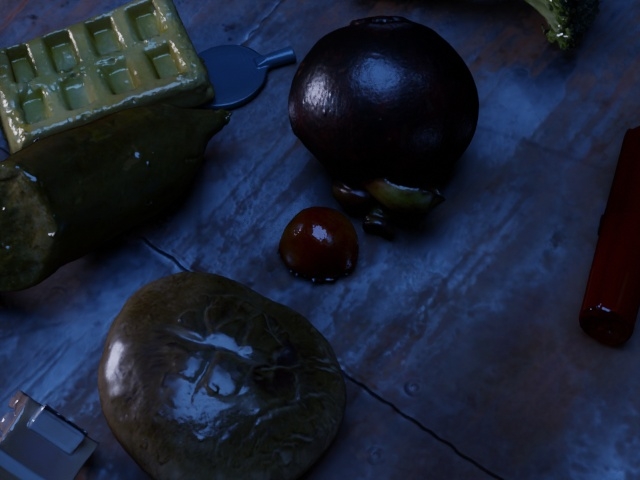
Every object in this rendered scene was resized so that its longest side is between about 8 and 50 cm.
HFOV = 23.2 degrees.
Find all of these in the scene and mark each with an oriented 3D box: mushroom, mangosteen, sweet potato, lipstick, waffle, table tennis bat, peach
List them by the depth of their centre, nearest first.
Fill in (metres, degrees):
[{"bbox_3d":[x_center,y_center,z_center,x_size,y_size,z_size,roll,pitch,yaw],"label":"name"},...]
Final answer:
[{"bbox_3d":[-0.107,0.154,1.698,0.278,0.146,0.278,3,57,-4],"label":"mushroom"},{"bbox_3d":[0.361,-0.010,1.822,0.073,0.073,0.280,14,58,12],"label":"lipstick"},{"bbox_3d":[-0.001,-0.001,1.841,0.098,0.061,0.098,0,50,0],"label":"peach"},{"bbox_3d":[-0.266,-0.069,1.849,0.369,0.158,0.158,-29,59,-33],"label":"sweet potato"},{"bbox_3d":[0.075,-0.133,1.852,0.228,0.228,0.265,-2,98,2],"label":"mangosteen"},{"bbox_3d":[-0.284,-0.208,1.984,0.274,0.057,0.168,-20,57,-6],"label":"waffle"},{"bbox_3d":[-0.106,-0.218,2.013,0.155,0.019,0.100,-21,58,-8],"label":"table tennis bat"}]

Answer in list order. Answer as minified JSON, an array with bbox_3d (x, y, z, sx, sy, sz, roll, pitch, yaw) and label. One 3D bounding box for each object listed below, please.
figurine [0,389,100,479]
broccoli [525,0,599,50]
[{"bbox_3d":[-0.337,0.278,1.644,0.162,0.141,0.237,35,70,-14],"label":"figurine"},{"bbox_3d":[0.210,-0.356,1.997,0.361,0.252,0.221,-8,73,45],"label":"broccoli"}]
